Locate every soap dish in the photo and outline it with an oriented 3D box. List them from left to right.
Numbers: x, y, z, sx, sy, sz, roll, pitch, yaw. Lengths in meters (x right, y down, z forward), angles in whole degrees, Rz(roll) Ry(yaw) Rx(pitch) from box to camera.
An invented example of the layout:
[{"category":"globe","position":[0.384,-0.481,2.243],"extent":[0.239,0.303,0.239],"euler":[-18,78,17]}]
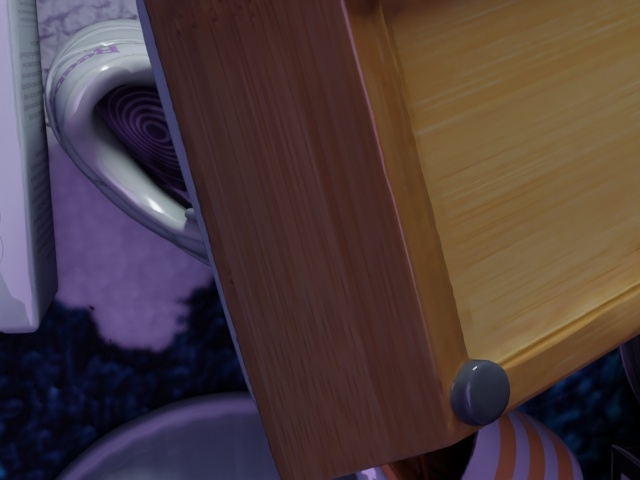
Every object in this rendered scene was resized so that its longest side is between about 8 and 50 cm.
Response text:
[{"category":"soap dish","position":[0.084,-0.057,0.521],"extent":[0.290,0.118,0.229],"euler":[-24,106,-32]}]

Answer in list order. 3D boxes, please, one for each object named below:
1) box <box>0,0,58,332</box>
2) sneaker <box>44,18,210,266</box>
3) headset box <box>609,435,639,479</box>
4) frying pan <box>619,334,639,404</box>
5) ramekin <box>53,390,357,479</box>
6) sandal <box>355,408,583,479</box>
[{"category":"box","position":[-0.201,-0.044,0.611],"extent":[0.130,0.091,0.171],"euler":[-3,100,-5]},{"category":"sneaker","position":[0.000,0.000,0.607],"extent":[0.305,0.152,0.114],"euler":[27,95,-10]},{"category":"headset box","position":[0.296,0.200,0.629],"extent":[0.283,0.131,0.246],"euler":[-11,112,-17]},{"category":"frying pan","position":[0.260,0.098,0.695],"extent":[0.197,0.053,0.326],"euler":[-5,103,-1]},{"category":"ramekin","position":[-0.035,0.222,0.653],"extent":[0.272,0.127,0.273],"euler":[-1,100,-5]},{"category":"sandal","position":[0.102,0.130,0.639],"extent":[0.076,0.102,0.265],"euler":[-35,126,16]}]
